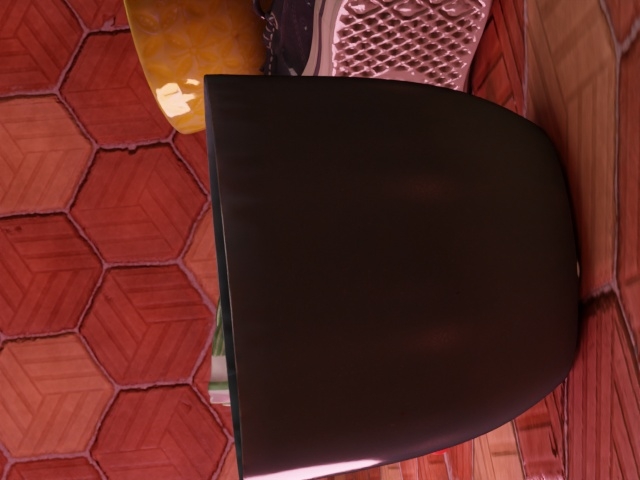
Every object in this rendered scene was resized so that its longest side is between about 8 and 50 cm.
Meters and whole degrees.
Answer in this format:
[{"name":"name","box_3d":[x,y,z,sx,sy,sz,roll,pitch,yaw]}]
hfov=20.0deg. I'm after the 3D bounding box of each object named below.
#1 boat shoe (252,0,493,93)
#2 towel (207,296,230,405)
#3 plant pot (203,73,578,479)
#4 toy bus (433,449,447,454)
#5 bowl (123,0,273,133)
[{"name":"boat shoe","box_3d":[0.038,-0.170,1.555,0.500,0.187,0.156,110,157,-64]},{"name":"towel","box_3d":[0.000,0.000,1.798,0.038,0.248,0.325,22,-113,-50]},{"name":"plant pot","box_3d":[0.047,0.019,1.265,0.293,0.235,0.293,174,90,-85]},{"name":"toy bus","box_3d":[0.070,0.150,1.865,0.220,0.149,0.211,88,159,-50]},{"name":"bowl","box_3d":[-0.080,-0.254,1.689,0.289,0.156,0.289,-10,-90,-82]}]
